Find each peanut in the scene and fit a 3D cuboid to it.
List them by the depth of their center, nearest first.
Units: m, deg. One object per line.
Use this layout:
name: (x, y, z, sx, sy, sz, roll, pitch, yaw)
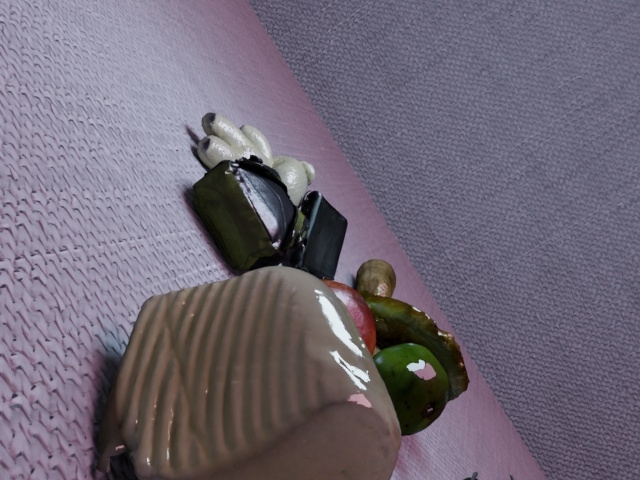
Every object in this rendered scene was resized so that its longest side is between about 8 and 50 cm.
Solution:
peanut: (0.146, 0.128, 2.240, 0.110, 0.120, 0.236, 21, 23, -4)

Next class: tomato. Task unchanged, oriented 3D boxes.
tomato: (0.022, 0.154, 1.532, 0.200, 0.139, 0.233, 49, 13, -10)

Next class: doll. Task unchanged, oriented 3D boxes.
doll: (-0.151, -0.148, 1.731, 0.278, 0.175, 0.149, 39, -18, -35)

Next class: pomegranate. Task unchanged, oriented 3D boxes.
pomegranate: (0.148, 0.280, 1.687, 0.225, 0.187, 0.187, 40, -4, 44)

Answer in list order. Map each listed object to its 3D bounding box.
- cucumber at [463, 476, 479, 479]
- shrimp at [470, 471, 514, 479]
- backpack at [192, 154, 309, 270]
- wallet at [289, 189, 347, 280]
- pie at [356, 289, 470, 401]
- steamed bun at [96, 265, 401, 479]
cucumber: (0.367, 0.626, 1.954, 0.058, 0.058, 0.187, 53, 11, -25)
shrimp: (0.331, 0.582, 1.702, 0.221, 0.166, 0.410, 38, 18, 24)
backpack: (-0.111, -0.051, 1.513, 0.207, 0.140, 0.253, 61, 15, 2)
wallet: (0.000, 0.000, 1.879, 0.318, 0.045, 0.172, 30, 74, -74)
pie: (0.174, 0.226, 1.840, 0.288, 0.103, 0.355, 51, -22, -17)
steamed bun: (-0.055, 0.199, 0.897, 0.290, 0.273, 0.272, -105, 176, -46)
